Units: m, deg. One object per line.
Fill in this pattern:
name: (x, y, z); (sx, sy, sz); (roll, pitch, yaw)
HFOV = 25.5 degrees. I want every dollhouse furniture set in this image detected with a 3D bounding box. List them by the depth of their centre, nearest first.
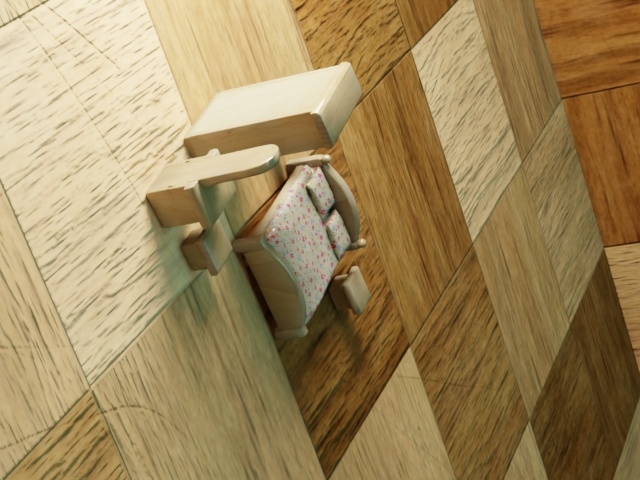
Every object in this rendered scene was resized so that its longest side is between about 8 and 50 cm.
dollhouse furniture set: (0.000, 0.000, 1.604); (0.355, 0.174, 0.303); (65, 31, -26)
